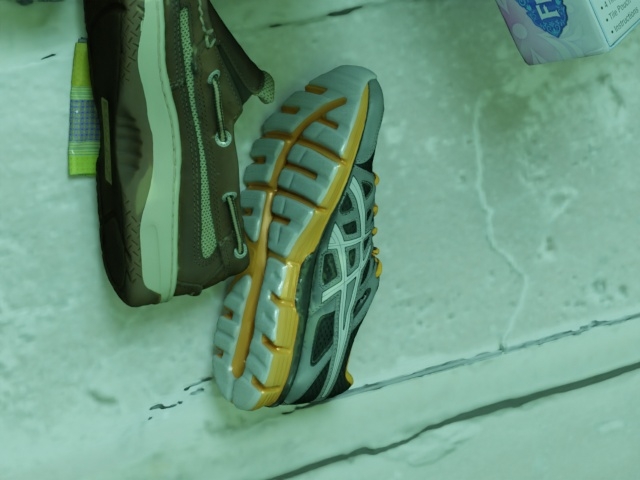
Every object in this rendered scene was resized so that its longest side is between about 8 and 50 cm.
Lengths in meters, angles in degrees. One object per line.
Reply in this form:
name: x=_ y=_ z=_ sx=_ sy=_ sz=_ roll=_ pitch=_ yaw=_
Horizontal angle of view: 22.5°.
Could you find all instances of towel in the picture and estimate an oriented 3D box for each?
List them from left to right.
towel: x=-0.117 y=-0.077 z=0.938 sx=0.060 sy=0.009 sz=0.083 roll=3 pitch=100 yaw=-22

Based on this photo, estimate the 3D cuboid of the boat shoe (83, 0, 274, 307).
boat shoe: x=-0.076 y=-0.091 z=0.899 sx=0.095 sy=0.095 sz=0.257 roll=-8 pitch=117 yaw=-21

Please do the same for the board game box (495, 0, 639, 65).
board game box: x=0.158 y=-0.313 z=0.899 sx=0.319 sy=0.066 sz=0.318 roll=-41 pitch=114 yaw=-35

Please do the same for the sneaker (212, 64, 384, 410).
sneaker: x=0.000 y=0.000 z=0.968 sx=0.083 sy=0.084 sz=0.214 roll=11 pitch=101 yaw=-36
